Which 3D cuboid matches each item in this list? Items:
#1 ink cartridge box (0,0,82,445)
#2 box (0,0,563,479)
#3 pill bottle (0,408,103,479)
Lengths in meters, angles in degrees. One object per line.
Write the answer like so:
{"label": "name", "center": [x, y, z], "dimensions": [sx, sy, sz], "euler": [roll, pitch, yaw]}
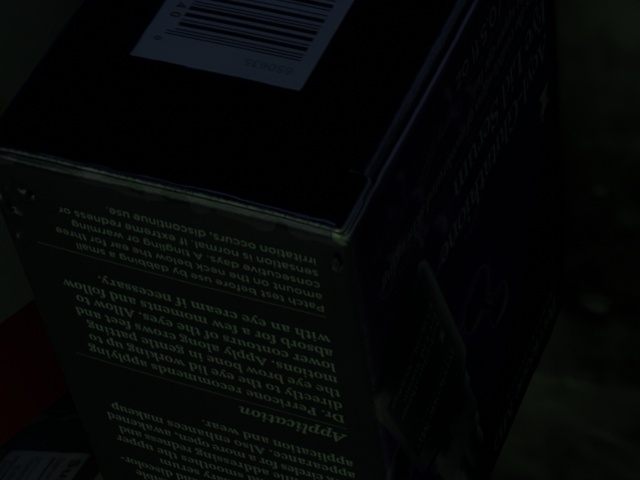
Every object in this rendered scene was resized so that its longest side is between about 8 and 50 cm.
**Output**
{"label": "ink cartridge box", "center": [-0.130, -0.049, 0.560], "dimensions": [0.128, 0.127, 0.176], "euler": [9, 118, 25]}
{"label": "box", "center": [0.000, 0.000, 0.556], "dimensions": [0.108, 0.153, 0.207], "euler": [13, 144, 20]}
{"label": "pill bottle", "center": [-0.100, 0.157, 0.819], "dimensions": [0.283, 0.161, 0.161], "euler": [-2, 135, 37]}
